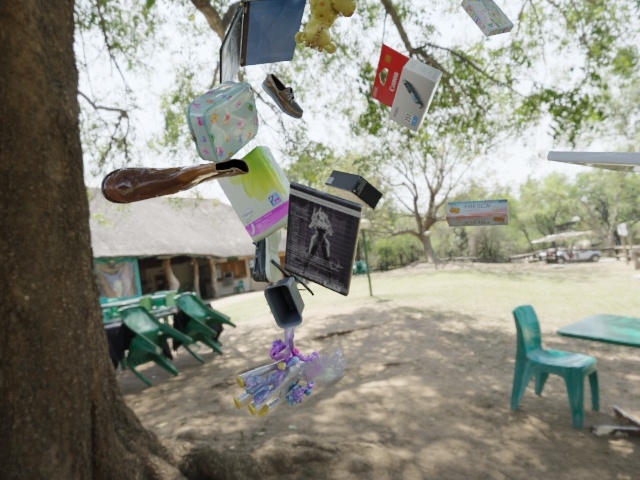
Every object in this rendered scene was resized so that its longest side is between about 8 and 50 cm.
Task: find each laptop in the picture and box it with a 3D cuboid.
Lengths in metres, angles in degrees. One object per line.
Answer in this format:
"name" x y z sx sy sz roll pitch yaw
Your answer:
"laptop" -0.257 -0.796 1.779 0.236 0.408 0.382 19 -20 -7

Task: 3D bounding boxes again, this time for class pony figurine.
"pony figurine" -0.106 0.435 1.417 0.363 0.303 0.351 -24 -32 -32

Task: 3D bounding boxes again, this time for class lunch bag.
"lunch bag" -0.331 -0.402 1.425 0.107 0.224 0.279 18 48 23

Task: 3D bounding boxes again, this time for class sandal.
"sandal" -0.096 0.125 1.314 0.040 0.179 0.067 -54 8 -8

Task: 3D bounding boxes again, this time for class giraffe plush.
"giraffe plush" 0.008 -0.693 1.311 0.181 0.171 0.210 24 29 10

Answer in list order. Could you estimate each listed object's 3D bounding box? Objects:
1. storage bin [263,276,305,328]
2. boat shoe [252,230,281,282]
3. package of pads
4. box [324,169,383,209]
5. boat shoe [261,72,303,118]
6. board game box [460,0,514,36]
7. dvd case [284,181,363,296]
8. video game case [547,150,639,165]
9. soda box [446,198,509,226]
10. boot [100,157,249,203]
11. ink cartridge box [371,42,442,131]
"storage bin" -0.103 0.178 1.227 0.098 0.135 0.091 -17 14 18
"boat shoe" -0.236 0.021 1.744 0.112 0.341 0.127 -13 -23 20
"package of pads" -0.223 -0.167 1.527 0.229 0.297 0.101 -27 5 26
"box" 0.171 -0.268 2.163 0.184 0.103 0.261 36 -5 -34
"boat shoe" -0.125 -0.504 1.450 0.066 0.183 0.066 -40 14 47
"board game box" 0.531 -0.719 1.320 0.103 0.154 0.026 -20 -20 -19
"dvd case" 0.000 0.000 0.878 0.164 0.222 0.018 21 35 22
"video game case" 0.907 -0.227 1.209 0.299 0.036 0.329 3 12 -18
"soda box" 0.494 -0.086 1.308 0.183 0.063 0.058 0 -33 29
"boot" -0.361 -0.152 1.043 0.280 0.096 0.264 -3 4 29
"ink cartridge box" 0.321 -0.603 1.667 0.261 0.066 0.296 31 -21 11
